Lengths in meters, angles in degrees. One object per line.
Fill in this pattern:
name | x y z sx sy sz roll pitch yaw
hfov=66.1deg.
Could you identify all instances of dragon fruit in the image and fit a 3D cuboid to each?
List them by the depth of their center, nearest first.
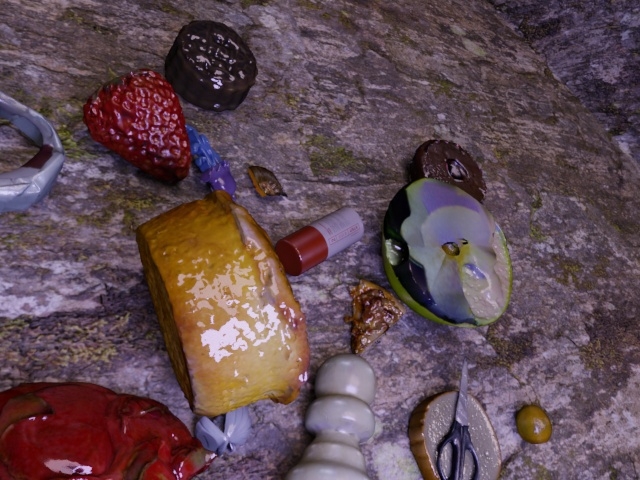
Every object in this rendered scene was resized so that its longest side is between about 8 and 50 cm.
dragon fruit | -0.320 0.300 0.734 0.329 0.228 0.286 -8 66 -31

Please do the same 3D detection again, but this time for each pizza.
pizza | 0.120 0.185 1.153 0.154 0.069 0.194 35 50 -9

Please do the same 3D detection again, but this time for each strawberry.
strawberry | -0.371 -0.230 1.051 0.205 0.205 0.245 -46 114 -39

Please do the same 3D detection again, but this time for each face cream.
face cream | 0.000 0.000 1.175 0.214 0.096 0.096 -29 80 -38

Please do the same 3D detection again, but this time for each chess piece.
chess piece | 0.031 0.371 0.937 0.182 0.182 0.330 26 48 -15

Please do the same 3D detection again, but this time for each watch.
watch | -0.615 -0.157 0.896 0.241 0.161 0.253 48 52 -14

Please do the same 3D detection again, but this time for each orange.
orange | 0.529 0.456 1.222 0.085 0.085 0.095 5 55 -27

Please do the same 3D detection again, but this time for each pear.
pear | 0.299 0.053 1.270 0.398 0.165 0.399 14 57 -23

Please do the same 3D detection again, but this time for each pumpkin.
pumpkin | -0.135 -0.139 1.221 0.073 0.035 0.101 -15 67 -47

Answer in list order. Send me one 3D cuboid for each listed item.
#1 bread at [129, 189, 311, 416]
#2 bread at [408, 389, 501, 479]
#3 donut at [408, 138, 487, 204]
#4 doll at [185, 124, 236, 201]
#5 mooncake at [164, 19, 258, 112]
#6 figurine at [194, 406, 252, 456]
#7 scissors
bread | -0.170 0.115 0.854 0.215 0.398 0.398 -17 72 -23
bread | 0.300 0.456 1.099 0.236 0.070 0.236 14 56 -22
donut | 0.387 -0.192 1.506 0.269 0.103 0.270 15 58 -25
doll | -0.254 -0.178 1.138 0.206 0.067 0.110 59 24 -4
mooncake | -0.275 -0.451 1.262 0.228 0.124 0.228 15 57 -24
figurine | -0.171 0.345 0.900 0.086 0.082 0.095 -32 107 -54
scissors | 0.311 0.392 1.088 0.109 0.022 0.300 29 50 -14
